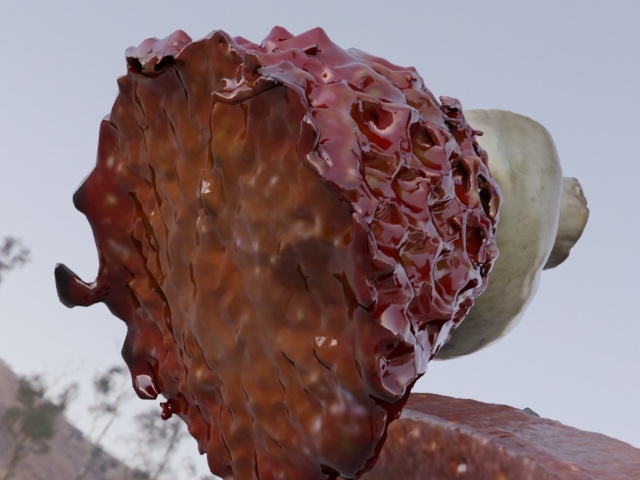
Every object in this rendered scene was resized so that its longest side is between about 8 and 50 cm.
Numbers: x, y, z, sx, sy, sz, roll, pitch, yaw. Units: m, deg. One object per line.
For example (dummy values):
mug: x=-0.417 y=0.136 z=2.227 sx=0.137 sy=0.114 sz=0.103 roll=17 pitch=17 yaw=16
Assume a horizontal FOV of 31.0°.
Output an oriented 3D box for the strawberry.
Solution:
strawberry: x=0.000 y=0.000 z=0.558 sx=0.234 sy=0.178 sz=0.234 roll=24 pitch=-57 yaw=43

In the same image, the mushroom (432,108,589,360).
mushroom: x=0.116 y=0.009 z=0.967 sx=0.195 sy=0.189 sz=0.253 roll=12 pitch=-9 yaw=-15

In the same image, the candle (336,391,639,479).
candle: x=0.076 y=0.207 z=0.679 sx=0.131 sy=0.287 sz=0.317 roll=7 pitch=-43 yaw=-41
